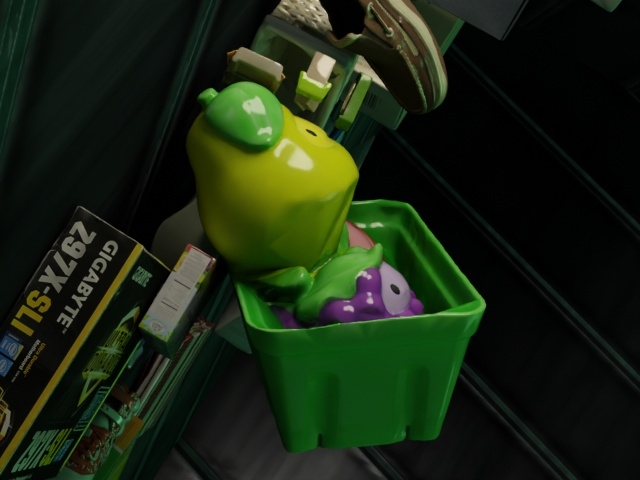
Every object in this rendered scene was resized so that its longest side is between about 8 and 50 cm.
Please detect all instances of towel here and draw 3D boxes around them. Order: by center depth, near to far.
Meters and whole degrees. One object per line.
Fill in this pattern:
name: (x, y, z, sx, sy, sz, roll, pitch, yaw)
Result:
towel: (-0.281, 0.248, 2.395, 0.237, 0.037, 0.329, -59, 176, 5)

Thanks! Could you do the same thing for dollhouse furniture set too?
dollhouse furniture set: (-0.025, -0.177, 1.487, 0.076, 0.152, 0.058, 125, -11, -72)

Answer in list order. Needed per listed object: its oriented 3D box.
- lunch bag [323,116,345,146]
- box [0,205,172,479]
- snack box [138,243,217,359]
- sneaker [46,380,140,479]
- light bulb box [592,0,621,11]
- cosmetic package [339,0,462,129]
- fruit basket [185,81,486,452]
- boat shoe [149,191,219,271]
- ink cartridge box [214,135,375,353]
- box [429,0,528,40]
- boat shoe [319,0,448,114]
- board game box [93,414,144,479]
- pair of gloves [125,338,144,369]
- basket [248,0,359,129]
lunch bag: (-0.041, -0.110, 2.309, 0.219, 0.090, 0.176, -57, 173, -47)
box: (-0.247, 0.111, 1.352, 0.257, 0.079, 0.322, -57, 177, -6)
snack box: (-0.148, 0.067, 1.457, 0.100, 0.037, 0.141, -59, 177, -12)
sneaker: (-0.294, 0.237, 1.686, 0.145, 0.090, 0.270, -60, 180, 2)
light bulb box: (0.403, -0.609, 2.078, 0.361, 0.358, 0.225, -57, 178, -18)
cosmetic package: (0.132, -0.344, 2.163, 0.309, 0.160, 0.113, -59, 176, -21)
fruit basket: (0.000, 0.000, 1.503, 0.392, 0.283, 0.392, 176, -90, -80)
boat shoe: (-0.150, -0.003, 1.717, 0.227, 0.079, 0.081, -60, 174, -51)
ink cartridge box: (-0.022, 0.013, 2.441, 0.385, 0.091, 0.308, -30, -149, 57)
box: (0.198, -0.409, 1.918, 0.183, 0.233, 0.059, -61, 179, 38)
boat shoe: (0.044, -0.232, 1.489, 0.095, 0.257, 0.095, -44, -154, -26)
board game box: (-0.390, 0.424, 2.100, 0.242, 0.064, 0.316, -55, 175, -49)
pair of gloves: (-0.225, 0.089, 1.923, 0.198, 0.023, 0.159, -57, 174, -44)
basket: (-0.021, -0.198, 1.604, 0.103, 0.113, 0.167, -59, 178, -38)
